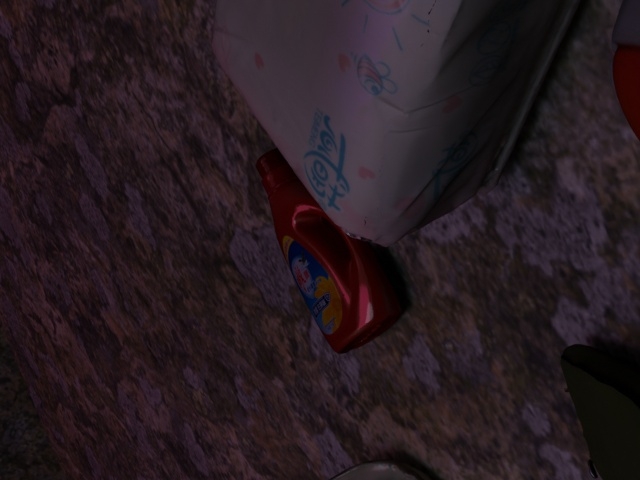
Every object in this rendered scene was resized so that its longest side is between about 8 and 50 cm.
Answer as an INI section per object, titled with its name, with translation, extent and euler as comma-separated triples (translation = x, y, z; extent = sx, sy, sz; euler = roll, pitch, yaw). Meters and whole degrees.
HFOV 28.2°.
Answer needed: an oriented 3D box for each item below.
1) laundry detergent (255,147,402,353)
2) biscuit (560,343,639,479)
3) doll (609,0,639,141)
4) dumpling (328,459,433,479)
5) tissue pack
[laundry detergent]
translation = 0.000, 0.000, 0.972
extent = 0.165, 0.049, 0.097
euler = 61, 147, 13
[biscuit]
translation = 0.190, 0.119, 0.615
extent = 0.322, 0.038, 0.099
euler = -147, 34, -78
[doll]
translation = 0.174, -0.057, 0.551
extent = 0.102, 0.075, 0.227
euler = 4, 126, 46
[dumpling]
translation = 0.048, 0.246, 1.027
extent = 0.199, 0.118, 0.136
euler = -14, 85, 37
[tissue pack]
translation = 0.037, -0.153, 0.685
extent = 0.201, 0.124, 0.271
euler = 57, 154, 26
